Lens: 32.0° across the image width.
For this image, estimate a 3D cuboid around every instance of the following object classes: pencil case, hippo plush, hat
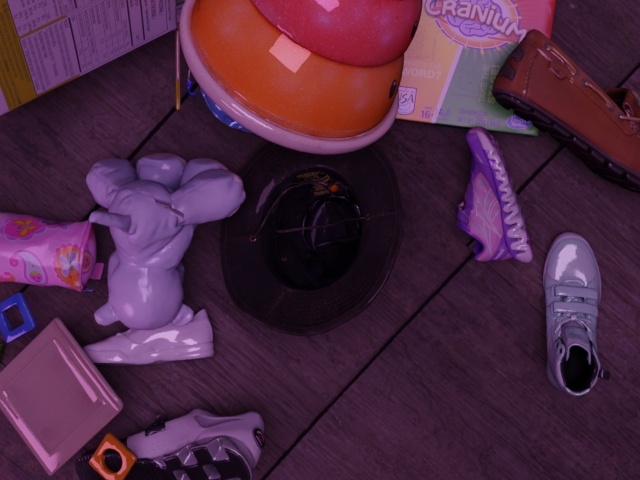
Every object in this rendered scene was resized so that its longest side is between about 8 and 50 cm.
[{"bbox_3d":[-0.487,0.014,1.747,0.284,0.124,0.124,6,94,-1],"label":"pencil case"},{"bbox_3d":[-0.230,0.014,1.689,0.234,0.294,0.236,-4,112,-12],"label":"hippo plush"},{"bbox_3d":[0.000,0.000,1.720,0.331,0.134,0.331,-8,67,20],"label":"hat"}]

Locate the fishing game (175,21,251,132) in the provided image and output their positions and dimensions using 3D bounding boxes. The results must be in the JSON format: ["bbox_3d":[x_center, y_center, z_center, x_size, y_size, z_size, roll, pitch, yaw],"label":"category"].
[{"bbox_3d":[-0.101,-0.260,1.759,0.264,0.041,0.189,-5,92,-14],"label":"fishing game"}]

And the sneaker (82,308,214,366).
[{"bbox_3d":[-0.278,0.152,1.785,0.212,0.080,0.094,-5,81,-6],"label":"sneaker"}]

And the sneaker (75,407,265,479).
[{"bbox_3d":[-0.231,0.341,1.779,0.331,0.146,0.122,-10,115,23],"label":"sneaker"}]

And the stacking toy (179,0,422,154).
[{"bbox_3d":[0.043,-0.379,1.499,0.351,0.350,0.480,35,134,-2],"label":"stacking toy"}]

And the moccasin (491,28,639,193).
[{"bbox_3d":[0.438,-0.185,1.705,0.380,0.139,0.147,32,88,-14],"label":"moccasin"}]

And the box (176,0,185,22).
[{"bbox_3d":[-0.181,-0.431,1.755,0.145,0.038,0.186,-18,95,0],"label":"box"}]

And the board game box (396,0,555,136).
[{"bbox_3d":[0.238,-0.333,1.749,0.242,0.064,0.316,6,94,-1],"label":"board game box"}]

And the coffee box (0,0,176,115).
[{"bbox_3d":[-0.420,-0.430,1.524,0.334,0.338,0.337,-30,76,-14],"label":"coffee box"}]

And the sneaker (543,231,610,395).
[{"bbox_3d":[0.403,0.116,1.737,0.094,0.151,0.255,0,93,1],"label":"sneaker"}]

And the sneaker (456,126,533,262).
[{"bbox_3d":[0.255,-0.060,1.740,0.105,0.095,0.236,-15,113,15],"label":"sneaker"}]

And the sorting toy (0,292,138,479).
[{"bbox_3d":[-0.411,0.245,1.756,0.196,0.047,0.347,-44,78,19],"label":"sorting toy"}]
